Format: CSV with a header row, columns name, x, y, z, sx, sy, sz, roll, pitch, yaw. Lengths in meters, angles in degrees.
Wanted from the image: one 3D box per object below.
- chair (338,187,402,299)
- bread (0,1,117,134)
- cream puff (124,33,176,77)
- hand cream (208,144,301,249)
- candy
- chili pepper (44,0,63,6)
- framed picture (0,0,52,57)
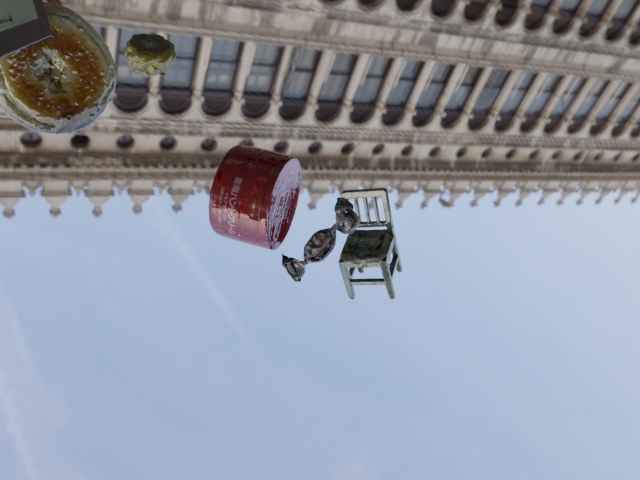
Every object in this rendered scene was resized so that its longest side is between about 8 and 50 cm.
name,x,y,z,sx,sy,sz,roll,pitch,yaw
chair,0.126,0.014,1.720,0.136,0.271,0.147,-1,-146,21
bread,-0.635,-0.398,1.496,0.305,0.306,0.158,-17,-148,-38
cream puff,-0.483,-0.509,1.805,0.146,0.116,0.146,11,-137,-10
hand cream,-0.124,-0.085,1.247,0.125,0.193,0.193,14,-142,14
candy,0.000,0.000,1.499,0.094,0.226,0.051,41,-176,1
chili pepper,-0.787,-0.707,1.838,0.178,0.027,0.045,57,-145,-14
framed picture,-0.484,-0.433,0.888,0.016,0.347,0.265,-3,-151,7
